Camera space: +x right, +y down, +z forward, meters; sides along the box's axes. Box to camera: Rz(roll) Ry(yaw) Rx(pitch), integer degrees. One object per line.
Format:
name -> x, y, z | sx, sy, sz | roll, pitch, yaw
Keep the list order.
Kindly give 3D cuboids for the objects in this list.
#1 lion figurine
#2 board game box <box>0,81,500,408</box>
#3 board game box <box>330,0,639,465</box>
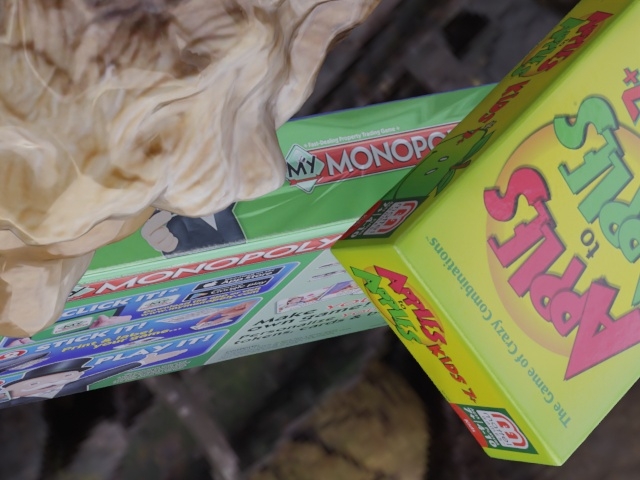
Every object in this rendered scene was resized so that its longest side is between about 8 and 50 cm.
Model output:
lion figurine -> 0.070, -0.110, 0.452 | 0.392, 0.240, 0.142 | -16, 117, -5
board game box -> 0.000, 0.000, 0.821 | 0.317, 0.046, 0.213 | -11, 165, -23
board game box -> 0.098, -0.022, 0.657 | 0.181, 0.043, 0.092 | -45, 109, -22
